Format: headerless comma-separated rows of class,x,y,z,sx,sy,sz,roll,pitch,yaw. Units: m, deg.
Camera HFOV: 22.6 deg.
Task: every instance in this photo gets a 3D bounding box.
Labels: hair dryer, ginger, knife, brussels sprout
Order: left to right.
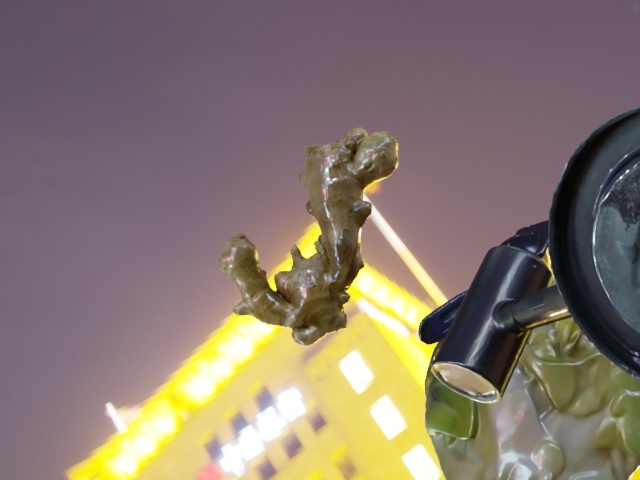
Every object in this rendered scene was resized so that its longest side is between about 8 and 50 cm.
ginger,0.000,0.000,1.459,0.193,0.176,0.052,-18,-1,18
knife,0.153,0.069,1.676,0.121,0.031,0.018,-32,-1,2
brussels sprout,0.260,0.185,1.886,0.268,0.344,0.344,24,-63,-3
hair dryer,0.221,0.046,1.538,0.078,0.248,0.196,34,-113,-16

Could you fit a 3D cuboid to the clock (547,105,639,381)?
clock,0.264,0.004,1.114,0.042,0.215,0.215,-24,-37,-51
